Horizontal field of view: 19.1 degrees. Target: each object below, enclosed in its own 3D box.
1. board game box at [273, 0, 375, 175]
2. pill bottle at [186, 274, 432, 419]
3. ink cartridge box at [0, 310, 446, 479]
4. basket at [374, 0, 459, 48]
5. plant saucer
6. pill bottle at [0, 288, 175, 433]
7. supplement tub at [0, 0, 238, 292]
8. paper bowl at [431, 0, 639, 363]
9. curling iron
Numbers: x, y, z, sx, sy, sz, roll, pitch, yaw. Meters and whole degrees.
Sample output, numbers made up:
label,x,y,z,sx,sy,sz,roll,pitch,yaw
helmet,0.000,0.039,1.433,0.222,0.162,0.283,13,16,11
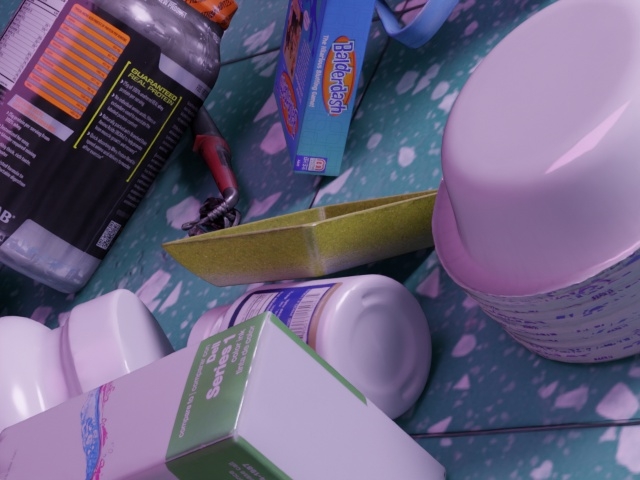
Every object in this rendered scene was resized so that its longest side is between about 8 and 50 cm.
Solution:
label,x,y,z,sx,sy,sz,roll,pitch,yaw
board game box,0.003,-0.188,1.721,0.160,0.047,0.210,-104,22,-55
pill bottle,-0.015,0.087,1.468,0.186,0.112,0.112,-7,48,49
ink cartridge box,-0.085,0.190,1.342,0.278,0.201,0.117,-25,36,34
basket,0.131,-0.324,1.690,0.289,0.201,0.255,-56,27,14
plant saucer,0.000,0.000,1.543,0.188,0.045,0.188,-15,5,-41
pill bottle,-0.289,0.187,1.552,0.363,0.210,0.210,-24,34,9
supplement tub,-0.239,-0.135,1.886,0.338,0.207,0.207,-57,30,-1
paper bowl,0.200,-0.066,1.344,0.284,0.148,0.284,-31,34,24
curling iron,-0.117,-0.081,1.876,0.068,0.035,0.274,-39,31,14
